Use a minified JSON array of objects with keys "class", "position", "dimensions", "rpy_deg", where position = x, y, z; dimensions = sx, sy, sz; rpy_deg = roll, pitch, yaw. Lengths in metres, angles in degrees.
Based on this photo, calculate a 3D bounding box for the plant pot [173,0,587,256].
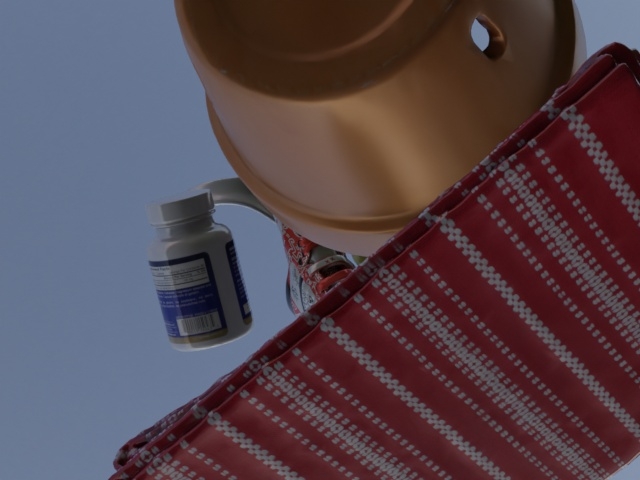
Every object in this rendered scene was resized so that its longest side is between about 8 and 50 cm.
[{"class":"plant pot","position":[0.028,-0.152,0.714],"dimensions":[0.203,0.291,0.290],"rpy_deg":[39,-117,-65]}]

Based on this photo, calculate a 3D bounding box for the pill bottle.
[{"class":"pill bottle","position":[-0.156,0.035,1.286],"dimensions":[0.112,0.112,0.186],"rpy_deg":[-19,-78,-35]}]

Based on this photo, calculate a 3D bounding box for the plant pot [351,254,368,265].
[{"class":"plant pot","position":[0.123,0.004,1.428],"dimensions":[0.134,0.134,0.095],"rpy_deg":[12,-63,-35]}]

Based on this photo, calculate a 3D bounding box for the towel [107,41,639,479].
[{"class":"towel","position":[0.069,0.065,0.450],"dimensions":[0.275,0.031,0.199],"rpy_deg":[-40,-55,11]}]

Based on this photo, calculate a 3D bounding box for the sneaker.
[{"class":"sneaker","position":[0.001,0.000,1.280],"dimensions":[0.090,0.145,0.270],"rpy_deg":[-16,-66,-20]}]

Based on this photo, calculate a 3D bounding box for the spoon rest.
[{"class":"spoon rest","position":[-0.057,-0.048,1.408],"dimensions":[0.276,0.084,0.137],"rpy_deg":[-2,-118,-3]}]
